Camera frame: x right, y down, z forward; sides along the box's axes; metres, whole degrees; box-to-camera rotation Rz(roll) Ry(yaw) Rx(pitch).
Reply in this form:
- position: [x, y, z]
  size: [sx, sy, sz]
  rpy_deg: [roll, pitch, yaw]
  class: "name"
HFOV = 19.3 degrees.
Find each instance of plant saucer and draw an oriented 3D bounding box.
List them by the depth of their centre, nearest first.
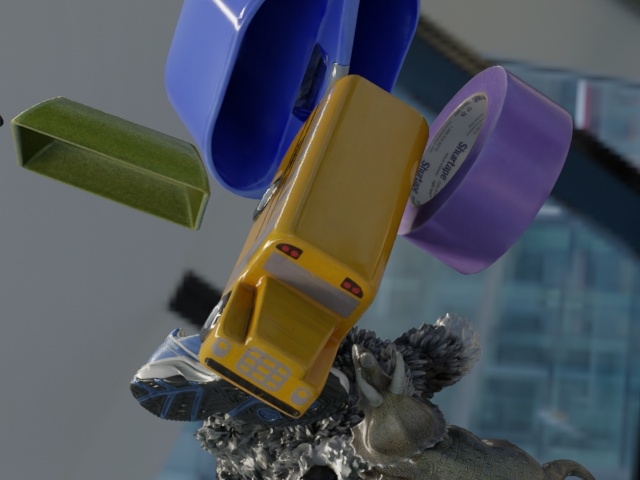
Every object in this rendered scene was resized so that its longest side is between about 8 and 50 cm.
- position: [-0.189, -0.077, 1.754]
  size: [0.188, 0.188, 0.045]
  rpy_deg: [124, 165, -77]
  class: "plant saucer"

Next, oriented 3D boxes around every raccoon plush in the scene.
- position: [0.090, 0.209, 1.981]
  size: [0.446, 0.299, 0.216]
  rpy_deg: [-27, -42, -32]
  class: "raccoon plush"

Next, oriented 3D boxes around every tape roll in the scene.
- position: [0.153, -0.067, 1.801]
  size: [0.189, 0.080, 0.189]
  rpy_deg: [-52, 17, 24]
  class: "tape roll"

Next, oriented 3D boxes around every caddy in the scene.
- position: [-0.026, -0.203, 2.105]
  size: [0.179, 0.241, 0.341]
  rpy_deg: [52, 135, 38]
  class: "caddy"

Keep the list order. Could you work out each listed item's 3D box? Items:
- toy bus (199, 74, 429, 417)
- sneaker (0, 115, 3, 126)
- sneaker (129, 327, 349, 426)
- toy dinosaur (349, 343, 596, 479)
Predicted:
- position: [0.000, 0.000, 1.654]
  size: [0.130, 0.108, 0.332]
  rpy_deg: [-51, 11, 36]
  class: "toy bus"
- position: [-0.293, -0.134, 1.408]
  size: [0.135, 0.098, 0.276]
  rpy_deg: [35, -115, -41]
  class: "sneaker"
- position: [-0.069, 0.114, 1.691]
  size: [0.081, 0.211, 0.080]
  rpy_deg: [-65, -33, -37]
  class: "sneaker"
- position: [0.130, 0.212, 1.746]
  size: [0.121, 0.313, 0.160]
  rpy_deg: [-62, 14, -6]
  class: "toy dinosaur"
